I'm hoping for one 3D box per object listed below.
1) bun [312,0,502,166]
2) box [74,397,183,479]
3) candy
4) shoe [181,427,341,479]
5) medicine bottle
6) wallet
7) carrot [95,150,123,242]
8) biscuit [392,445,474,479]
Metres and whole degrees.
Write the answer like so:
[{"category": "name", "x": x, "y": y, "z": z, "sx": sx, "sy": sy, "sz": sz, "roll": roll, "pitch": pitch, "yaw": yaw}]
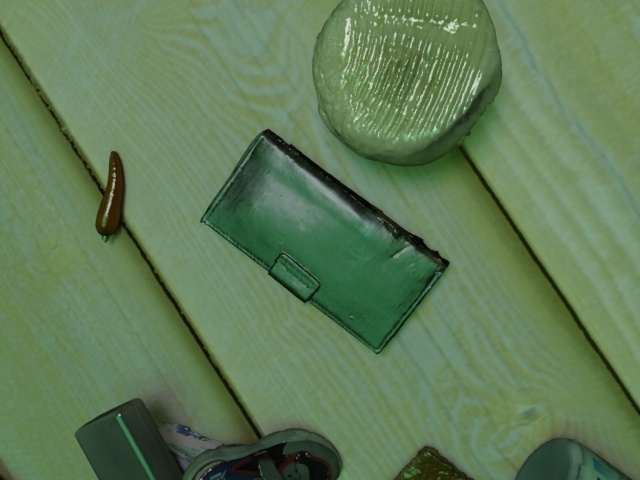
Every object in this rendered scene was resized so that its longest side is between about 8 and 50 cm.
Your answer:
[{"category": "bun", "x": 0.099, "y": -0.193, "z": 0.582, "sx": 0.220, "sy": 0.134, "sz": 0.221, "roll": 2, "pitch": 97, "yaw": 18}, {"category": "box", "x": -0.248, "y": 0.353, "z": 0.693, "sx": 0.103, "sy": 0.055, "sz": 0.244, "roll": -28, "pitch": 90, "yaw": 18}, {"category": "candy", "x": -0.199, "y": 0.353, "z": 0.747, "sx": 0.160, "sy": 0.073, "sz": 0.092, "roll": 15, "pitch": 97, "yaw": 11}, {"category": "shoe", "x": -0.067, "y": 0.333, "z": 0.656, "sx": 0.227, "sy": 0.125, "sz": 0.099, "roll": -3, "pitch": 96, "yaw": -19}, {"category": "medicine bottle", "x": 0.341, "y": 0.344, "z": 0.591, "sx": 0.168, "sy": 0.135, "sz": 0.135, "roll": 36, "pitch": 103, "yaw": 5}, {"category": "wallet", "x": 0.000, "y": 0.000, "z": 0.674, "sx": 0.317, "sy": 0.044, "sz": 0.169, "roll": 37, "pitch": 99, "yaw": 5}, {"category": "carrot", "x": -0.322, "y": -0.067, "z": 0.748, "sx": 0.035, "sy": 0.035, "sz": 0.142, "roll": 10, "pitch": 92, "yaw": 12}, {"category": "biscuit", "x": 0.204, "y": 0.407, "z": 0.684, "sx": 0.237, "sy": 0.026, "sz": 0.131, "roll": 38, "pitch": 105, "yaw": 6}]
